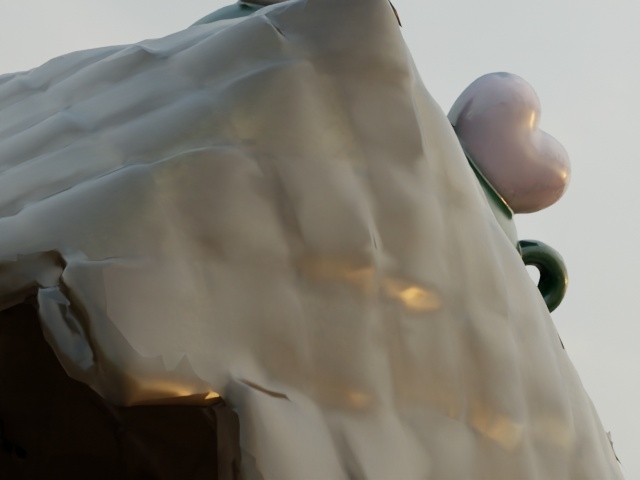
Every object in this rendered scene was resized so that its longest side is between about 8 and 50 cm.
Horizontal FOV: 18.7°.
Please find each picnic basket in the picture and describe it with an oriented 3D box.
[{"bbox_3d":[-0.067,0.119,0.527,0.254,0.321,0.291,-9,-56,37],"label":"picnic basket"}]

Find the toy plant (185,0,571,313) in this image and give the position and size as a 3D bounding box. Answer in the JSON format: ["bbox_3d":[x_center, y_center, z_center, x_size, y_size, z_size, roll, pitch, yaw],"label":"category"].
[{"bbox_3d":[0.001,0.005,0.895,0.243,0.232,0.112,30,0,-13],"label":"toy plant"}]
